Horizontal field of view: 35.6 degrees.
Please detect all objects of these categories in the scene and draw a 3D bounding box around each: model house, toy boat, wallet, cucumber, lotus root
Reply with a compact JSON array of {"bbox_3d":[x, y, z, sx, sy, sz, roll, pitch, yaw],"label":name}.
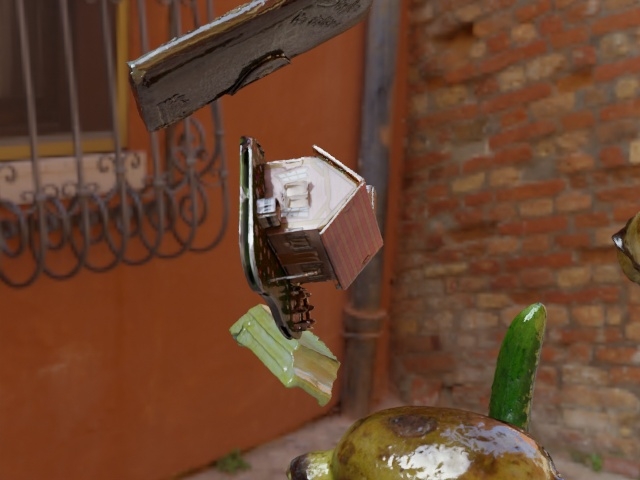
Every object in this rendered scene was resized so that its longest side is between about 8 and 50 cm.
[{"bbox_3d":[0.000,0.000,1.334,0.154,0.207,0.294,-8,-26,9],"label":"model house"},{"bbox_3d":[-0.058,0.171,1.595,0.111,0.084,0.276,30,-1,-27],"label":"toy boat"},{"bbox_3d":[-0.051,-0.166,0.834,0.232,0.031,0.122,-31,-12,-11],"label":"wallet"},{"bbox_3d":[0.240,0.195,1.240,0.056,0.250,0.056,6,11,-1],"label":"cucumber"},{"bbox_3d":[0.117,0.242,0.970,0.314,0.169,0.141,9,33,19],"label":"lotus root"}]

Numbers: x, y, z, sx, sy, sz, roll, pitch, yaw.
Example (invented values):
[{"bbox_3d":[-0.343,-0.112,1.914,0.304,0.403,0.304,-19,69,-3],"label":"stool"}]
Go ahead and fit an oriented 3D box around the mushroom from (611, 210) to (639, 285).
[{"bbox_3d":[0.234,-0.134,0.576,0.233,0.302,0.208,3,53,56],"label":"mushroom"}]
